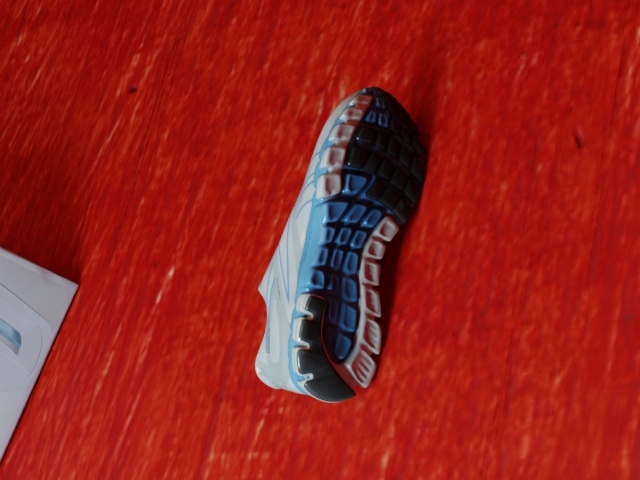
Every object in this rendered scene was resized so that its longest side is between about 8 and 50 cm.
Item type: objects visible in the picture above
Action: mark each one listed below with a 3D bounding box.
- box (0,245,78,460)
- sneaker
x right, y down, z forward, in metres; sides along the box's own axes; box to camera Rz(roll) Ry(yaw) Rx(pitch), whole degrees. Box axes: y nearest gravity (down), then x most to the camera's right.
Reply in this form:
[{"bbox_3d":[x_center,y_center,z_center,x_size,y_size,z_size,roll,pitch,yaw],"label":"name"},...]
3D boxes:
[{"bbox_3d":[-0.334,0.096,1.289,0.262,0.127,0.231,10,75,52],"label":"box"},{"bbox_3d":[0.000,0.000,1.003,0.083,0.071,0.191,-9,60,54],"label":"sneaker"}]
